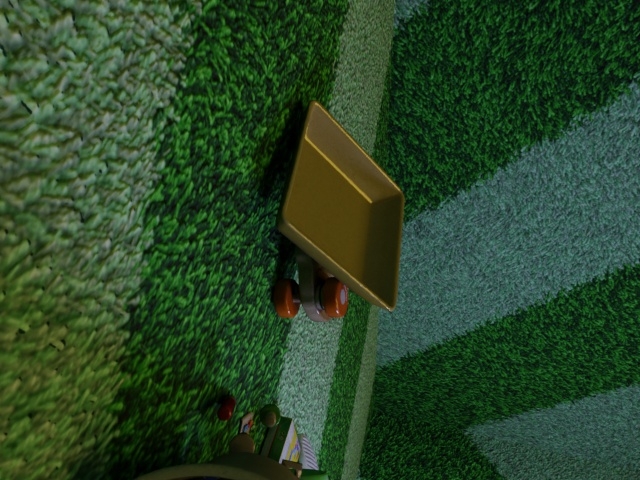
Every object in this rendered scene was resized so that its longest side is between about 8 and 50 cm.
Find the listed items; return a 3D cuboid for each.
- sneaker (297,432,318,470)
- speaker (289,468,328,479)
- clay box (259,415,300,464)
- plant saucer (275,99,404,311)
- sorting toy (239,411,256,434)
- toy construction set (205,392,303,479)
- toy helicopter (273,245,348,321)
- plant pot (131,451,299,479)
[{"bbox_3d":[-0.055,0.687,1.517,0.126,0.127,0.321,-11,85,-82],"label":"sneaker"},{"bbox_3d":[-0.043,0.624,1.137,0.131,0.131,0.297,52,38,-72],"label":"speaker"},{"bbox_3d":[-0.095,0.523,1.348,0.222,0.053,0.127,86,19,-49],"label":"clay box"},{"bbox_3d":[0.037,-0.061,1.138,0.333,0.081,0.333,41,42,-32],"label":"plant saucer"},{"bbox_3d":[-0.144,0.377,1.133,0.083,0.012,0.062,3,96,-76],"label":"sorting toy"},{"bbox_3d":[-0.113,0.417,0.985,0.237,0.257,0.309,132,-54,-82],"label":"toy construction set"},{"bbox_3d":[0.000,0.000,1.244,0.235,0.140,0.355,0,87,-70],"label":"toy helicopter"},{"bbox_3d":[-0.120,0.414,0.704,0.305,0.333,0.334,86,15,-82],"label":"plant pot"}]
